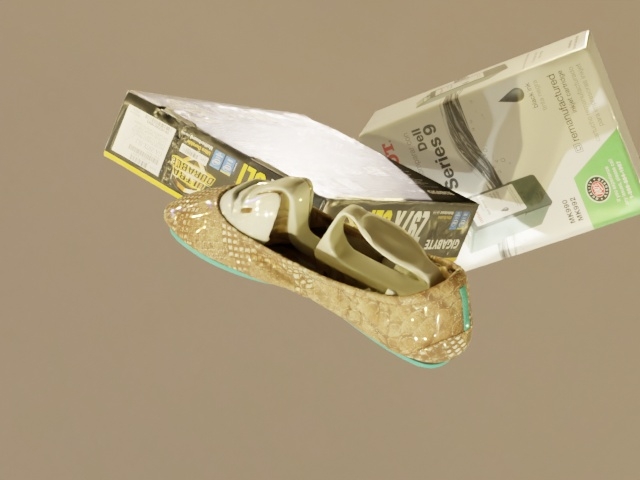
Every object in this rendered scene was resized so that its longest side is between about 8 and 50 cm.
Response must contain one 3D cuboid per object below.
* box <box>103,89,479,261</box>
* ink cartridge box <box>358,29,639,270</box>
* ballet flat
[{"bbox_3d":[-0.019,-0.061,1.377,0.257,0.079,0.322,27,-166,28],"label":"box"},{"bbox_3d":[0.220,-0.095,1.604,0.211,0.289,0.121,65,-160,-13],"label":"ink cartridge box"},{"bbox_3d":[0.000,0.000,0.776,0.206,0.067,0.073,24,-142,20],"label":"ballet flat"}]
